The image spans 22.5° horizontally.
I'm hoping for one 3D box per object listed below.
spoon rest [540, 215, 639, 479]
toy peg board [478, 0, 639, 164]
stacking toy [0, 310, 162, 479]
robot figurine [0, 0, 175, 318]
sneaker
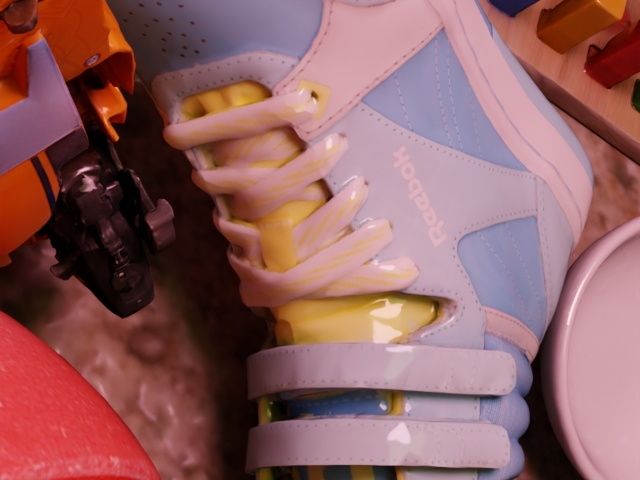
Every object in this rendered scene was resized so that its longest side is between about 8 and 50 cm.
[{"bbox_3d":[0.197,0.014,0.791,0.276,0.084,0.137,-47,118,-33],"label":"spoon rest"},{"bbox_3d":[0.161,-0.150,0.841,0.160,0.079,0.161,32,58,-22],"label":"toy peg board"},{"bbox_3d":[-0.192,0.068,0.433,0.350,0.350,0.480,-17,65,-37],"label":"stacking toy"},{"bbox_3d":[-0.126,-0.075,0.506,0.085,0.291,0.211,-30,79,-13],"label":"robot figurine"},{"bbox_3d":[0.000,0.000,0.607,0.319,0.127,0.208,37,57,-43],"label":"sneaker"}]
